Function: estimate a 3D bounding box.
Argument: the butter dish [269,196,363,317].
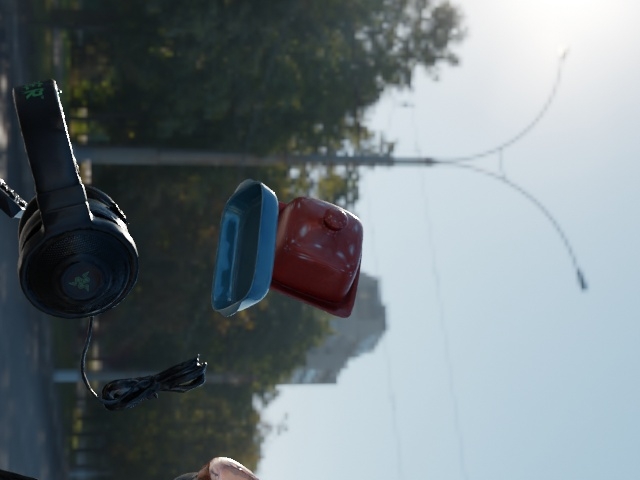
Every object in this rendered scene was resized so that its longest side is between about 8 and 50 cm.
[{"bbox_3d":[0.000,0.000,1.707,0.118,0.160,0.160,-53,-161,45],"label":"butter dish"}]

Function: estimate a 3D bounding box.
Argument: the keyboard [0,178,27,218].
[{"bbox_3d":[-0.594,-0.147,1.992,0.033,0.317,0.201,-49,175,2],"label":"keyboard"}]

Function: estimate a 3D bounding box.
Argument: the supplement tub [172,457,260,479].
[{"bbox_3d":[-0.215,0.490,1.893,0.316,0.193,0.193,-47,-155,15],"label":"supplement tub"}]

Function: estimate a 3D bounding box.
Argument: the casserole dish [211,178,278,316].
[{"bbox_3d":[-0.094,0.012,1.607,0.114,0.037,0.188,-27,-129,52],"label":"casserole dish"}]

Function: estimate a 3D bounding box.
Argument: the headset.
[{"bbox_3d":[-0.255,0.006,1.432,0.243,0.185,0.394,-142,-140,-74],"label":"headset"}]

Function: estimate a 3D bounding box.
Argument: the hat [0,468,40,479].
[{"bbox_3d":[-0.398,0.390,1.545,0.331,0.331,0.134,107,1,-60],"label":"hat"}]
